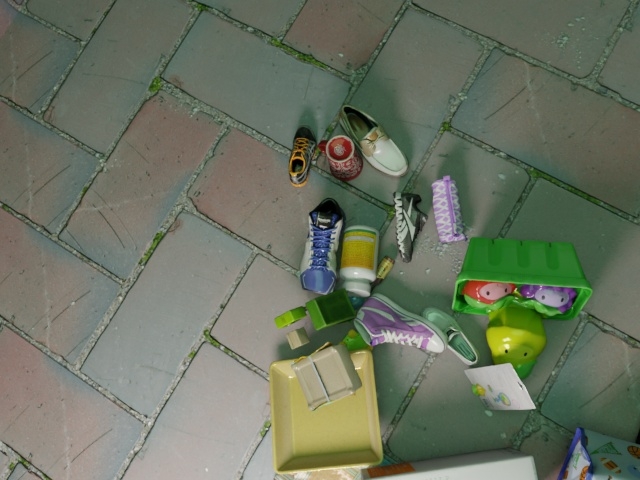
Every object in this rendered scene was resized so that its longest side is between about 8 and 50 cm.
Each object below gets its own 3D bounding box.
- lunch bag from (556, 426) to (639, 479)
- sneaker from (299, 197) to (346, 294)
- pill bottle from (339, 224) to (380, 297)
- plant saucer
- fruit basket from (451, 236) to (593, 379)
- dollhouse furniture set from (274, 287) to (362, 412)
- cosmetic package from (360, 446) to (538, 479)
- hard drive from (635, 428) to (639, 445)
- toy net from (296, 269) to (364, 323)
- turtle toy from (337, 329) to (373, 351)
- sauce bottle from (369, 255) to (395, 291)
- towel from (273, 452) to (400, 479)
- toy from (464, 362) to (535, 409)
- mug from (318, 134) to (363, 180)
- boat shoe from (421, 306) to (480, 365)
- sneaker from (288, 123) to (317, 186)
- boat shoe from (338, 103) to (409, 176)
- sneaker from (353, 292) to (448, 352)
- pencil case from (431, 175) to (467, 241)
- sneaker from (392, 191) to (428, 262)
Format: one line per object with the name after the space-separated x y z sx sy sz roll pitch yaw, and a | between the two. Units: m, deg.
0.789 0.744 1.618 0.328 0.239 0.385 16 115 11 | lunch bag
0.000 -0.001 1.906 0.128 0.182 0.315 8 70 9 | sneaker
0.121 0.067 1.916 0.118 0.117 0.208 3 70 10 | pill bottle
0.019 0.515 1.846 0.333 0.081 0.332 -11 66 15 | plant saucer
0.569 0.200 1.776 0.392 0.283 0.392 -3 61 6 | fruit basket
0.021 0.325 1.828 0.198 0.151 0.301 -32 76 37 | dollhouse furniture set
0.346 0.691 1.688 0.454 0.230 0.161 -8 77 -1 | cosmetic package
1.030 0.549 1.720 0.237 0.064 0.338 19 84 12 | hard drive
0.020 0.170 1.968 0.232 0.045 0.122 27 86 15 | toy net
0.114 0.313 1.910 0.095 0.066 0.130 41 88 -12 | turtle toy
0.187 0.109 1.952 0.042 0.042 0.128 33 85 14 | sauce bottle
0.075 0.725 1.852 0.370 0.040 0.271 32 85 14 | towel
0.519 0.411 1.752 0.056 0.237 0.136 -27 84 -27 | toy
0.056 -0.269 1.980 0.150 0.169 0.113 6 81 10 | mug
0.400 0.284 1.866 0.226 0.076 0.083 42 88 14 | boat shoe
-0.063 -0.290 2.049 0.084 0.083 0.214 3 78 11 | sneaker
0.167 -0.326 2.007 0.302 0.103 0.113 44 89 14 | boat shoe
0.231 0.289 1.850 0.282 0.102 0.161 27 48 22 | sneaker
0.402 -0.093 1.933 0.086 0.088 0.206 -10 77 5 | pencil case
0.290 -0.047 1.947 0.106 0.078 0.234 -5 76 11 | sneaker
